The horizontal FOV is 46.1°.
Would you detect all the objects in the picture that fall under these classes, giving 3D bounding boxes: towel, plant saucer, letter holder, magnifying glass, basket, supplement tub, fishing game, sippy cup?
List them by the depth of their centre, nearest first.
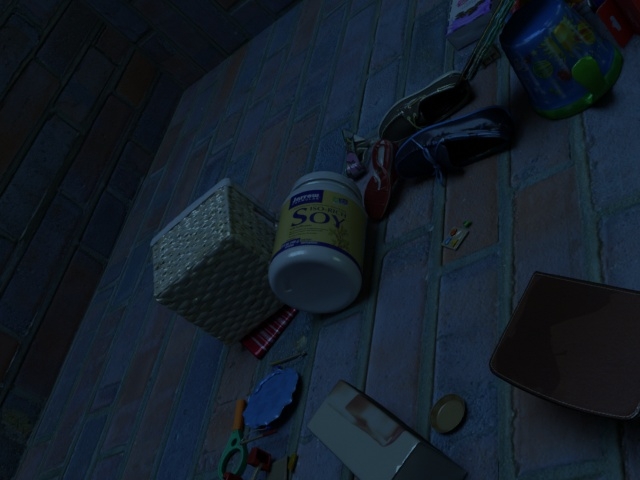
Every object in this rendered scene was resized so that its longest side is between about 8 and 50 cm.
[{"bbox_3d":[0.458,0.198,1.235,0.302,0.152,0.214,12,67,58],"label":"letter holder"},{"bbox_3d":[0.253,0.343,1.484,0.083,0.015,0.083,-34,33,27],"label":"plant saucer"},{"bbox_3d":[0.548,-0.444,1.773,0.305,0.224,0.240,3,59,54],"label":"sippy cup"},{"bbox_3d":[0.428,-0.531,1.789,0.370,0.040,0.271,-62,-4,9],"label":"towel"},{"bbox_3d":[-0.123,0.404,1.910,0.189,0.041,0.264,-28,28,33],"label":"fishing game"},{"bbox_3d":[-0.217,0.511,1.928,0.092,0.026,0.231,-32,33,30],"label":"magnifying glass"},{"bbox_3d":[0.000,0.000,1.997,0.241,0.241,0.331,-29,36,33],"label":"supplement tub"},{"bbox_3d":[-0.258,0.066,2.136,0.331,0.328,0.266,-39,35,17],"label":"basket"},{"bbox_3d":[-0.136,0.199,2.172,0.275,0.031,0.199,-52,30,-4],"label":"towel"}]

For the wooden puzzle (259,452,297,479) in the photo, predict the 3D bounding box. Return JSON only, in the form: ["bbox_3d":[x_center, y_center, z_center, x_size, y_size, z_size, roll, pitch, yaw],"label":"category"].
[{"bbox_3d":[-0.100,0.540,1.746,0.116,0.014,0.078,-30,31,32],"label":"wooden puzzle"}]

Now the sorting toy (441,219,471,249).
[{"bbox_3d":[0.327,-0.018,1.801,0.083,0.012,0.062,-55,29,-8],"label":"sorting toy"}]

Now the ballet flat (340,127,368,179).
[{"bbox_3d":[0.111,-0.278,2.351,0.079,0.077,0.221,-19,43,14],"label":"ballet flat"}]

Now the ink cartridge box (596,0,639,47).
[{"bbox_3d":[0.757,-0.559,1.709,0.231,0.134,0.078,-48,30,5],"label":"ink cartridge box"}]

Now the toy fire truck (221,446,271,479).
[{"bbox_3d":[-0.192,0.589,1.763,0.135,0.047,0.192,-29,34,47],"label":"toy fire truck"}]

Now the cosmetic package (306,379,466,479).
[{"bbox_3d":[0.120,0.403,1.461,0.129,0.153,0.296,-54,31,-5],"label":"cosmetic package"}]

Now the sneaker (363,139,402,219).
[{"bbox_3d":[0.198,-0.164,2.097,0.087,0.128,0.221,20,103,41],"label":"sneaker"}]

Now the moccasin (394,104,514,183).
[{"bbox_3d":[0.328,-0.236,1.928,0.342,0.138,0.116,-27,41,36],"label":"moccasin"}]

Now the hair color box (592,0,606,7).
[{"bbox_3d":[0.804,-0.743,1.860,0.339,0.110,0.185,-28,36,28],"label":"hair color box"}]

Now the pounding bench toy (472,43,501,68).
[{"bbox_3d":[0.473,-0.546,2.168,0.065,0.052,0.083,-33,33,28],"label":"pounding bench toy"}]

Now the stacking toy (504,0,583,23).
[{"bbox_3d":[0.581,-0.598,1.856,0.302,0.166,0.175,-108,38,-76],"label":"stacking toy"}]

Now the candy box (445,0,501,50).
[{"bbox_3d":[0.480,-0.704,2.322,0.165,0.070,0.196,-23,40,40],"label":"candy box"}]

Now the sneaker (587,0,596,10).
[{"bbox_3d":[0.716,-0.631,1.952,0.035,0.031,0.083,-14,45,46],"label":"sneaker"}]

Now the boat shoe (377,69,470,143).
[{"bbox_3d":[0.293,-0.369,2.155,0.305,0.109,0.091,-34,28,19],"label":"boat shoe"}]
